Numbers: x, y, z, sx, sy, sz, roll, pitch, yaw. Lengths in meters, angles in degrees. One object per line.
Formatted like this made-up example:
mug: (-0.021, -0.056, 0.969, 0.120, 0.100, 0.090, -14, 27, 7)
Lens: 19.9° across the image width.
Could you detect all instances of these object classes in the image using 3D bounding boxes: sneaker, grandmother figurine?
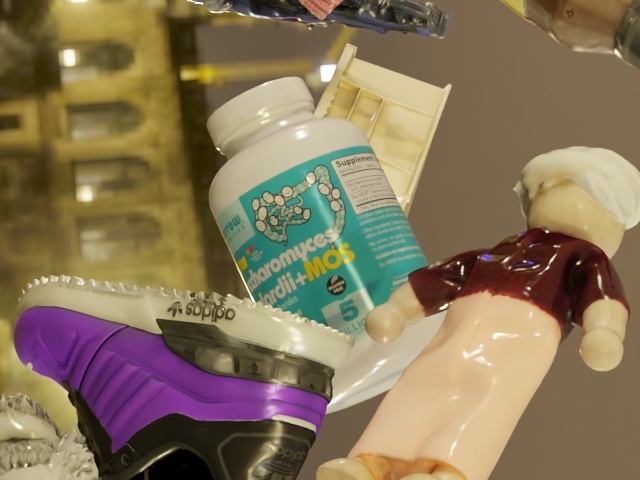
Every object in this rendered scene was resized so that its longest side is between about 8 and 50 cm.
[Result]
sneaker: (-0.111, 0.106, 1.121, 0.293, 0.102, 0.146, 1, -105, 50)
grandmother figurine: (0.123, 0.059, 1.243, 0.342, 0.208, 0.104, -52, 140, -33)

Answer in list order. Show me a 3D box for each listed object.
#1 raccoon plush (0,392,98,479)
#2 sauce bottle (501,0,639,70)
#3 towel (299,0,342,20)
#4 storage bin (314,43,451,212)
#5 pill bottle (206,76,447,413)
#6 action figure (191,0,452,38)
raccoon plush: (-0.180, 0.289, 1.782, 0.299, 0.216, 0.446, 44, 9, 16)
sauce bottle: (0.193, -0.224, 1.468, 0.344, 0.111, 0.111, 43, -31, 28)
towel: (-0.055, -0.335, 1.311, 0.237, 0.329, 0.037, -51, 180, -32)
storage bin: (0.024, -0.017, 1.902, 0.260, 0.123, 0.262, -66, 174, -53)
pill bottle: (0.000, 0.000, 1.519, 0.264, 0.146, 0.146, 64, -14, 11)
action figure: (-0.016, -0.322, 1.839, 0.330, 0.341, 0.178, 64, 44, -61)
